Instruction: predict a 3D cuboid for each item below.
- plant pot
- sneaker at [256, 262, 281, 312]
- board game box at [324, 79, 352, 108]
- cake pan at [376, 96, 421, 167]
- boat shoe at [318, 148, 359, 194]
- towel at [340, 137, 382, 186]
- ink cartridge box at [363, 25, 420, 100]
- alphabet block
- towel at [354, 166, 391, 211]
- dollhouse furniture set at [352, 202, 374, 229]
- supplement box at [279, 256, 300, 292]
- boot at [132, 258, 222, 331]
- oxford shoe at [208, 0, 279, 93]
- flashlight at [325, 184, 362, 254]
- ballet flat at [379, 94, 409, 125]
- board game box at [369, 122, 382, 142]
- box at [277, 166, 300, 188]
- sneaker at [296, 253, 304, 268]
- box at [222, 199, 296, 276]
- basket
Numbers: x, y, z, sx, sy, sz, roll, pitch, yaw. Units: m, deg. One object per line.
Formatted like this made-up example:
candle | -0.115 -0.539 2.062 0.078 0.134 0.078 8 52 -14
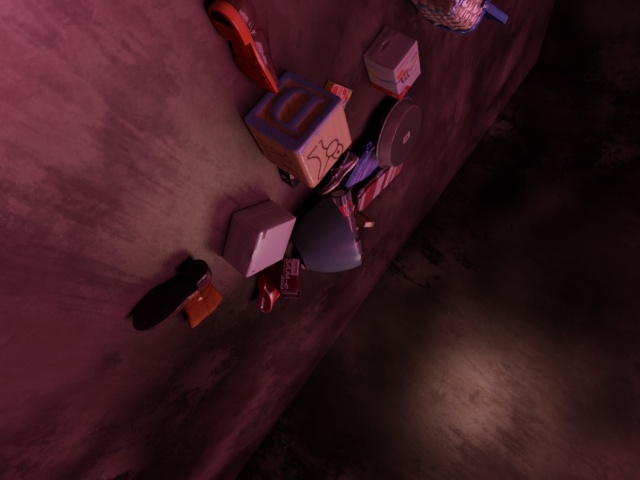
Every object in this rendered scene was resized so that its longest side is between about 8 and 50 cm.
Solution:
plant pot | 0.001 0.006 1.701 0.195 0.290 0.290 -26 153 -8
sneaker | -0.194 0.166 1.782 0.128 0.087 0.221 -57 169 -65
board game box | 0.008 -0.374 1.430 0.124 0.039 0.259 -12 136 -59
cake pan | 0.322 -0.425 1.796 0.293 0.054 0.293 -44 149 -35
boat shoe | 0.055 -0.261 1.689 0.206 0.075 0.065 -47 115 -5
towel | 0.226 -0.338 1.881 0.336 0.040 0.243 -31 160 -45
ink cartridge box | 0.239 -0.582 1.474 0.128 0.127 0.176 -54 158 -2
alphabet block | -0.053 -0.294 1.198 0.192 0.193 0.197 -50 158 -9
towel | 0.274 -0.271 2.092 0.329 0.037 0.237 -46 167 -13
dollhouse furniture set | 0.164 -0.133 1.966 0.151 0.144 0.123 -2 121 -26
supplement box | -0.114 0.152 1.753 0.239 0.073 0.130 93 0 -76
boot | -0.422 0.203 1.351 0.264 0.096 0.280 -53 167 -26
oxford shoe | -0.135 -0.425 0.967 0.098 0.097 0.271 -57 159 -10
flashlight | 0.098 -0.076 1.833 0.103 0.103 0.304 -88 167 -52
ballet flat | 0.295 -0.526 1.802 0.168 0.057 0.052 -45 -175 -16
board game box | 0.264 -0.434 1.880 0.133 0.033 0.169 -53 158 -5
box | -0.091 -0.218 1.423 0.062 0.052 0.083 -47 159 -15
sneaker | 0.000 0.000 1.884 0.271 0.100 0.108 -48 152 -17
box | -0.195 -0.009 1.422 0.182 0.119 0.181 -27 146 -50
basket | 0.456 -0.788 1.454 0.289 0.255 0.201 -3 123 -50
